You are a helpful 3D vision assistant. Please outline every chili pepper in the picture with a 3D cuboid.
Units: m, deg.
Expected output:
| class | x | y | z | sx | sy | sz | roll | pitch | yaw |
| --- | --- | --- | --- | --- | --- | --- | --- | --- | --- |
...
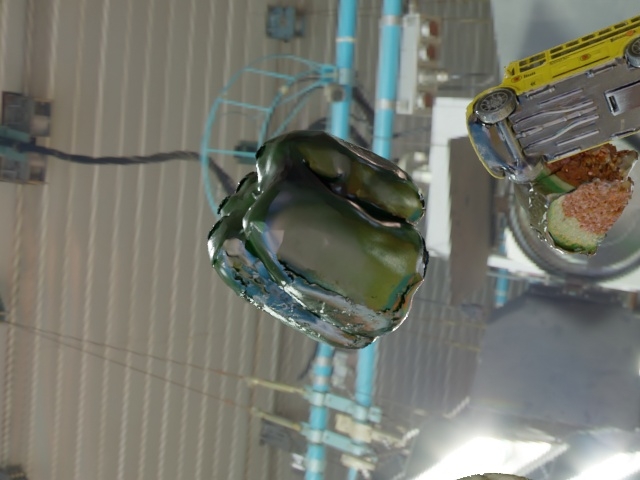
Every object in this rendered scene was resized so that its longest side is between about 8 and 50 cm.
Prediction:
| class | x | y | z | sx | sy | sz | roll | pitch | yaw |
| --- | --- | --- | --- | --- | --- | --- | --- | --- | --- |
| chili pepper | 0.000 | 0.000 | 1.239 | 0.257 | 0.233 | 0.248 | 25 | -145 | -22 |

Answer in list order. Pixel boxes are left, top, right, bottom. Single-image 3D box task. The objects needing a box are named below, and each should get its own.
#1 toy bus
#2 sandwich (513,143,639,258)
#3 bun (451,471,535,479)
| class | x | y | z | sx | sy | sz | roll | pitch | yaw |
| --- | --- | --- | --- | --- | --- | --- | --- | --- | --- |
| toy bus | 0.378 | -0.215 | 1.423 | 0.144 | 0.330 | 0.152 | 56 | -155 | -35 |
| sandwich | 0.426 | -0.083 | 1.644 | 0.292 | 0.109 | 0.212 | 6 | -54 | -50 |
| bun | 0.298 | 0.564 | 1.613 | 0.227 | 0.352 | 0.349 | -91 | -20 | -62 |
